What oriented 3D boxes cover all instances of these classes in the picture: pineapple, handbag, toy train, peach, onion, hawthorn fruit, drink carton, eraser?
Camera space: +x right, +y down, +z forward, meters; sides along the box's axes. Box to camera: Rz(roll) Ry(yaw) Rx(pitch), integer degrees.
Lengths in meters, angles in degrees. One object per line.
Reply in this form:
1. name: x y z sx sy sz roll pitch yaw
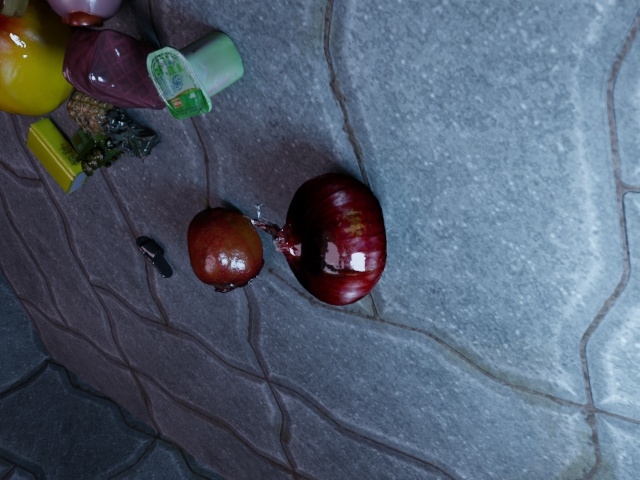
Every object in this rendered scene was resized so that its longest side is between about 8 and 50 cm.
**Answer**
1. pineapple: -0.535 -0.305 1.728 0.248 0.128 0.128 35 143 10
2. handbag: -0.447 -0.378 1.474 0.135 0.225 0.146 14 90 39
3. toy train: -0.645 -0.274 1.900 0.225 0.090 0.137 -19 101 53
4. peach: -0.749 -0.474 1.644 0.289 0.289 0.308 28 156 27
5. onion: 0.000 0.000 1.302 0.273 0.285 0.273 176 90 -70
6. hawthorn fruit: -0.243 0.004 1.666 0.189 0.189 0.251 -9 97 50
7. drink carton: -0.246 -0.347 1.347 0.146 0.142 0.144 1 126 47
8. eraser: -0.839 -0.270 2.125 0.226 0.069 0.158 51 144 -4

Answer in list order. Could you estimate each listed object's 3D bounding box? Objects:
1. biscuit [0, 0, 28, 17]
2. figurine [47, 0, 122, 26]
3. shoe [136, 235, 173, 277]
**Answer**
1. biscuit: -0.597 -0.660 1.368 0.394 0.076 0.368 -21 73 51
2. figurine: -0.509 -0.548 1.426 0.173 0.173 0.173 28 140 27
3. shoe: -0.508 0.045 2.075 0.053 0.062 0.159 -25 103 41
